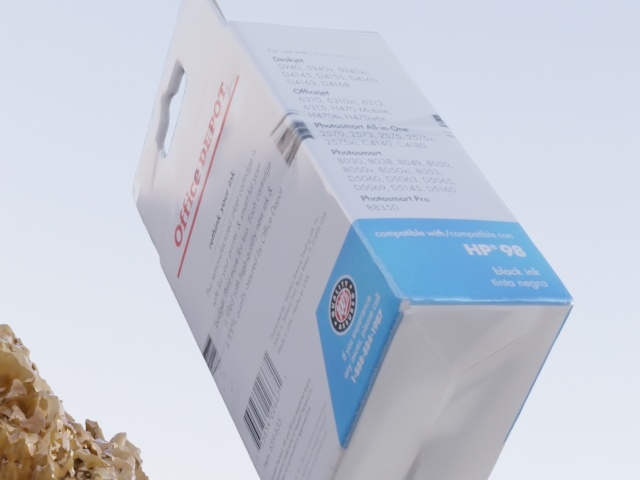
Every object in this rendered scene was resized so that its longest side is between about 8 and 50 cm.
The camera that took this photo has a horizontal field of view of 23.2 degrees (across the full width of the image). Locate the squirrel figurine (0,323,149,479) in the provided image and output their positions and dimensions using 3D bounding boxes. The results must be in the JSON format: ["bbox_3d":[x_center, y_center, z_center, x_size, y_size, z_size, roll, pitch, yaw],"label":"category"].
[{"bbox_3d":[-0.120,0.214,0.753,0.370,0.281,0.397,-24,-48,18],"label":"squirrel figurine"}]

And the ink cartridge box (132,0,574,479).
[{"bbox_3d":[0.000,0.000,0.507,0.060,0.180,0.104,0,-51,-27],"label":"ink cartridge box"}]
